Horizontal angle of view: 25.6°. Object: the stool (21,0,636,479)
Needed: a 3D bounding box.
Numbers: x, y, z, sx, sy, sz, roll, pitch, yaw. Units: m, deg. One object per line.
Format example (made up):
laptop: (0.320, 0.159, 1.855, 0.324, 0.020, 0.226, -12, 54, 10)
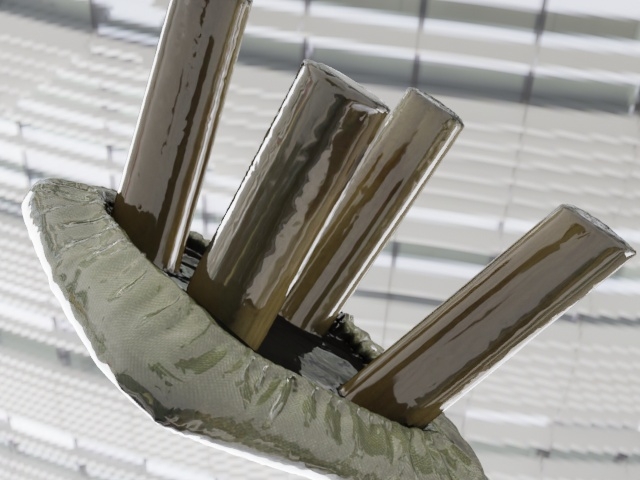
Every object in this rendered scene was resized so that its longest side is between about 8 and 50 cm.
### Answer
stool: (0.000, 0.000, 0.930, 0.310, 0.226, 0.310, 24, -166, -35)
